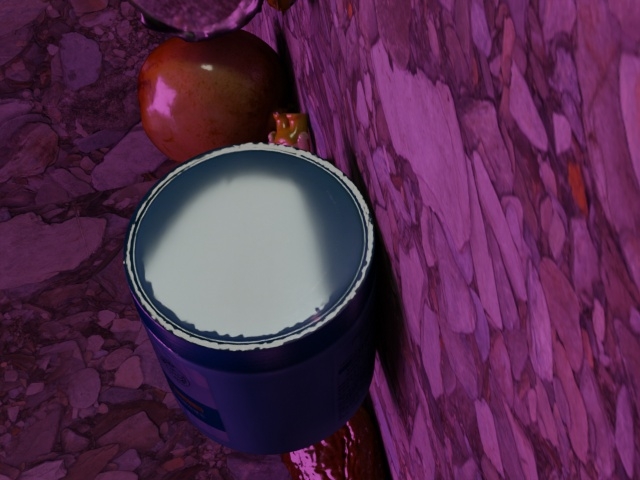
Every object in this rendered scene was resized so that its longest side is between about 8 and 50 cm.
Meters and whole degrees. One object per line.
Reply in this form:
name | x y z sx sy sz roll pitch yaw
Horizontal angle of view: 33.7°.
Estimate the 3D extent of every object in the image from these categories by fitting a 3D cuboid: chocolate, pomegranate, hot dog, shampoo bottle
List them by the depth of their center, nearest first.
shampoo bottle | -0.082 0.093 1.499 0.342 0.331 0.331 84 172 -56
chocolate | -0.205 -0.525 1.836 0.213 0.303 0.303 -64 -23 -43
hot dog | 0.025 0.401 1.910 0.267 0.174 0.387 87 160 -69
pomegranate | -0.195 -0.275 2.053 0.319 0.319 0.319 168 90 -84

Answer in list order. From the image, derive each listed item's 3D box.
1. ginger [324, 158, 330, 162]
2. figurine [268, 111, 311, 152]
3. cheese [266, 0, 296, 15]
ginger | -0.002 -0.004 1.728 0.137 0.089 0.289 31 133 47
figurine | -0.053 -0.105 1.888 0.156 0.131 0.246 10 99 41
cheese | -0.061 -0.423 1.525 0.156 0.064 0.250 85 180 -46
